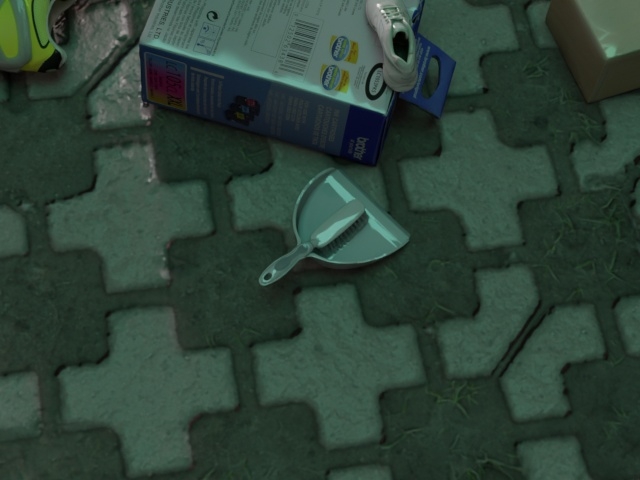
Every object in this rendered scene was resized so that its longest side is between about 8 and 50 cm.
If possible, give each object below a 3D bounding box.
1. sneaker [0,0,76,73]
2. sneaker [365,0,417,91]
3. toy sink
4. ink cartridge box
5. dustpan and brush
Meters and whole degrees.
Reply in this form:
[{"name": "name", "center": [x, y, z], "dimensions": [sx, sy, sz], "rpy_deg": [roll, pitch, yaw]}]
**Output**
[{"name": "sneaker", "center": [-0.369, -0.404, 1.637], "dimensions": [0.147, 0.145, 0.384], "rpy_deg": [16, 87, -8]}, {"name": "sneaker", "center": [0.095, -0.264, 1.511], "dimensions": [0.054, 0.061, 0.152], "rpy_deg": [-11, 67, -8]}, {"name": "toy sink", "center": [0.458, -0.310, 1.688], "dimensions": [0.234, 0.131, 0.152], "rpy_deg": [-19, 68, -8]}, {"name": "ink cartridge box", "center": [-0.014, -0.273, 1.616], "dimensions": [0.395, 0.151, 0.270], "rpy_deg": [16, 66, 3]}, {"name": "dustpan and brush", "center": [0.000, 0.000, 1.540], "dimensions": [0.211, 0.060, 0.147], "rpy_deg": [-40, 75, -20]}]
